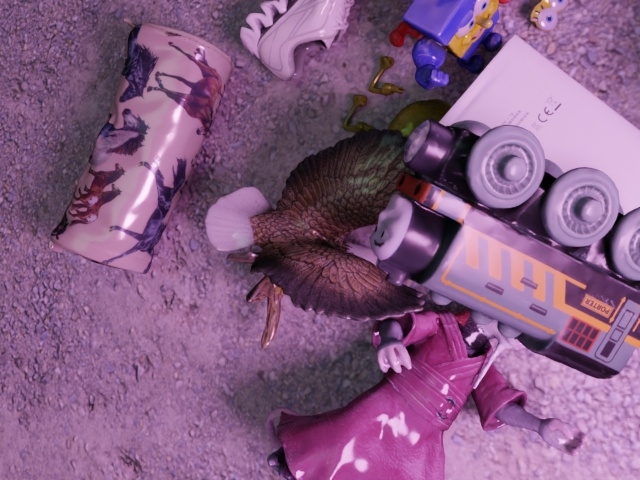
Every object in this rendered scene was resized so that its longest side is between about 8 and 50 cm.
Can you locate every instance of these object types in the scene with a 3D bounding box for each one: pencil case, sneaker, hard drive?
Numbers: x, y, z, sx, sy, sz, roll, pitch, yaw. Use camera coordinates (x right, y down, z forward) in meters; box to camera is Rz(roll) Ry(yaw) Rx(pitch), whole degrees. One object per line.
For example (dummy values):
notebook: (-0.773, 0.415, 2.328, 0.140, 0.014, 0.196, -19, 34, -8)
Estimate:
pencil case: (-0.298, -0.141, 1.030, 0.183, 0.160, 0.410, 24, 92, 18)
sneaker: (0.012, -0.368, 0.963, 0.292, 0.110, 0.118, -43, 75, 20)
hard drive: (0.285, -0.072, 0.764, 0.307, 0.040, 0.203, 42, 100, 10)

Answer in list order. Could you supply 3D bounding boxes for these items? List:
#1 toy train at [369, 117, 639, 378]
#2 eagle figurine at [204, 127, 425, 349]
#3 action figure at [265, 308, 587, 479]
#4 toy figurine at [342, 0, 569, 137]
toy train: (0.214, 0.008, 0.652, 0.334, 0.142, 0.190, 25, 98, -15)
eagle figurine: (0.010, -0.001, 0.814, 0.298, 0.225, 0.226, -26, 85, 59)
action figure: (0.130, 0.203, 0.791, 0.248, 0.276, 0.370, 43, 82, -6)
toy figurine: (0.140, -0.276, 0.813, 0.191, 0.217, 0.362, 42, 99, 25)
